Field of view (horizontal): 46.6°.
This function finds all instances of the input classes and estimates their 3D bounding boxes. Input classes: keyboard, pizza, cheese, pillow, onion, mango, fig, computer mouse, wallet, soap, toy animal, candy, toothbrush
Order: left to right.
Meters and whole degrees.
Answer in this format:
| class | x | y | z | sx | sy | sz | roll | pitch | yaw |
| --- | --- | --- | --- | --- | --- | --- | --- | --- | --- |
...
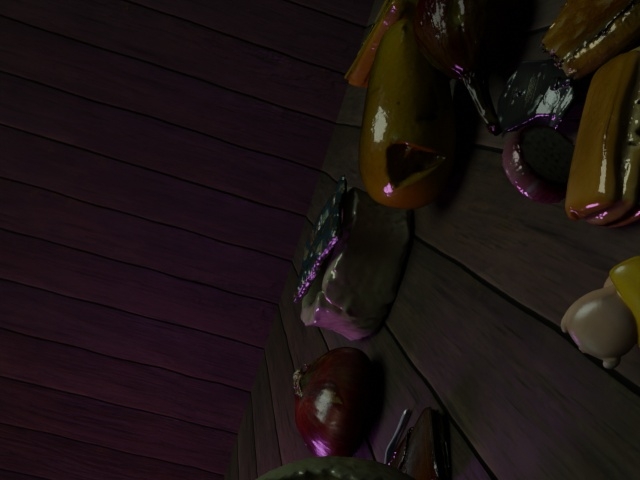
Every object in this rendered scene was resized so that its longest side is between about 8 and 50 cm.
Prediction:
| class | x | y | z | sx | sy | sz | roll | pitch | yaw |
| --- | --- | --- | --- | --- | --- | --- | --- | --- | --- |
| pillow | 0.000 | 0.000 | 1.599 | 0.189 | 0.034 | 0.255 | -82 | 14 | -44 |
| onion | 0.026 | 0.329 | 1.496 | 0.248 | 0.161 | 0.248 | -2 | -90 | -88 |
| cheese | 0.072 | 0.056 | 1.643 | 0.292 | 0.153 | 0.332 | -155 | 82 | -80 |
| toothbrush | 0.123 | 0.358 | 1.275 | 0.017 | 0.014 | 0.162 | 51 | 125 | 55 |
| mango | 0.158 | -0.240 | 1.410 | 0.253 | 0.182 | 0.365 | 63 | -156 | -83 |
| wallet | 0.132 | 0.368 | 1.150 | 0.137 | 0.031 | 0.255 | -84 | 14 | -47 |
| soap | 0.198 | -0.419 | 1.592 | 0.324 | 0.204 | 0.096 | 129 | 159 | -64 |
| keyboard | 0.277 | -0.290 | 1.481 | 0.055 | 0.014 | 0.176 | 123 | 161 | -61 |
| fig | 0.267 | -0.334 | 1.237 | 0.290 | 0.190 | 0.191 | -106 | 30 | -41 |
| candy | 0.274 | -0.095 | 0.914 | 0.043 | 0.103 | 0.103 | 123 | 161 | -57 |
| computer mouse | 0.307 | -0.193 | 1.018 | 0.192 | 0.062 | 0.106 | -165 | 92 | -74 |
| pizza | 0.338 | -0.262 | 0.891 | 0.147 | 0.069 | 0.226 | -47 | 14 | 19 |
| toy animal | 0.289 | 0.064 | 0.681 | 0.114 | 0.091 | 0.082 | -53 | -9 | 31 |

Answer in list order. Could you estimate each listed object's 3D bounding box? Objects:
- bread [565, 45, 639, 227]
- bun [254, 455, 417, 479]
| class | x | y | z | sx | sy | sz | roll | pitch | yaw |
| --- | --- | --- | --- | --- | --- | --- | --- | --- | --- |
| bread | 0.322 | -0.115 | 0.785 | 0.116 | 0.077 | 0.200 | 115 | 170 | -80 |
| bun | 0.017 | 0.431 | 0.858 | 0.202 | 0.364 | 0.364 | 97 | -173 | -78 |
